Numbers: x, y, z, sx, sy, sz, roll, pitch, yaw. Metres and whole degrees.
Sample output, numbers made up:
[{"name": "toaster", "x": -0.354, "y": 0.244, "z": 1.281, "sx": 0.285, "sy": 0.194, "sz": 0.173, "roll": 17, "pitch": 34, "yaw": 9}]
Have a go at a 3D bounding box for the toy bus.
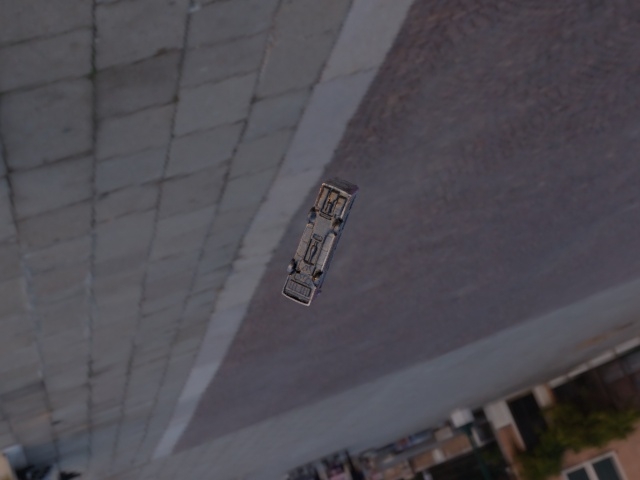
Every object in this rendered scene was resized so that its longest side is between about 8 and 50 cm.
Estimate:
[{"name": "toy bus", "x": 0.000, "y": 0.000, "z": 1.044, "sx": 0.052, "sy": 0.037, "sz": 0.131, "roll": -45, "pitch": 157, "yaw": -67}]
